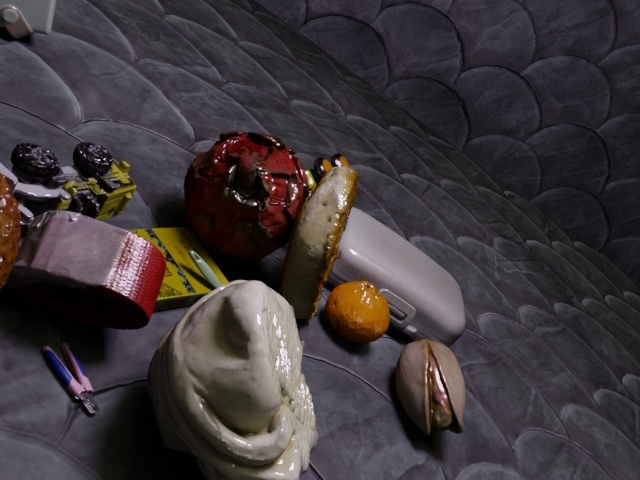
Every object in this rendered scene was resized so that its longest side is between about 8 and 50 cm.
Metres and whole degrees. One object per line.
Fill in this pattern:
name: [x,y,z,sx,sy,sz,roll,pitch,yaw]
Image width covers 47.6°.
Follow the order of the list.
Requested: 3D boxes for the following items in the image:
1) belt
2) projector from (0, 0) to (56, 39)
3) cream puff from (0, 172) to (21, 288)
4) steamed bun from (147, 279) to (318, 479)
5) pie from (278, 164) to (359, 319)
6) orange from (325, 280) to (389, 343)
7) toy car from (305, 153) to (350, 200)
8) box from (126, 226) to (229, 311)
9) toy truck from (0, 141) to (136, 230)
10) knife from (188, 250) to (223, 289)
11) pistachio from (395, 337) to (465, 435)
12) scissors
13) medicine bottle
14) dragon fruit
belt: [-0.317,0.035,1.004,0.201,0.128,0.124,18,55,-8]
projector: [-0.627,-0.537,1.465,0.177,0.242,0.163,2,43,-29]
cream puff: [-0.494,-0.043,0.832,0.303,0.212,0.303,24,32,-17]
steamed bun: [-0.131,0.193,0.956,0.280,0.207,0.268,20,56,-83]
pie: [0.000,0.000,1.361,0.092,0.315,0.315,19,24,5]
orange: [0.077,0.142,1.452,0.135,0.117,0.135,28,34,-21]
toy car: [-0.026,-0.091,1.631,0.248,0.200,0.142,-25,91,-59]
box: [-0.281,0.047,1.197,0.153,0.041,0.279,51,26,20]
toy truck: [-0.404,-0.070,1.098,0.111,0.136,0.286,44,27,15]
knife: [-0.161,0.098,1.239,0.207,0.014,0.030,53,29,-16]
pistachio: [0.213,0.277,1.394,0.144,0.144,0.215,29,25,-23]
scissors: [-0.321,0.179,0.946,0.113,0.012,0.039,51,27,22]
medicine bottle: [0.166,0.084,1.666,0.375,0.123,0.282,36,27,-12]
dragon fruit: [-0.141,-0.087,1.348,0.244,0.244,0.299,44,-12,8]
